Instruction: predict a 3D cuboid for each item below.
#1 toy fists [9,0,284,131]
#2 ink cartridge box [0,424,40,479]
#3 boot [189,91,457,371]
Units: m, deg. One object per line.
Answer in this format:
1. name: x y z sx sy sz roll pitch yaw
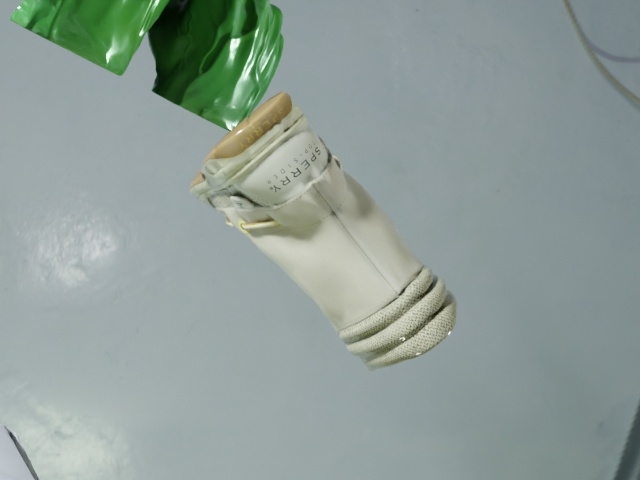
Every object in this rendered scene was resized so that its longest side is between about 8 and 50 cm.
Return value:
1. toy fists: -0.144 -0.210 0.746 0.279 0.096 0.142 23 97 -46
2. ink cartridge box: -0.322 0.220 0.297 0.285 0.166 0.394 36 85 -37
3. boot: 0.000 0.000 0.629 0.095 0.262 0.203 -42 95 -10
